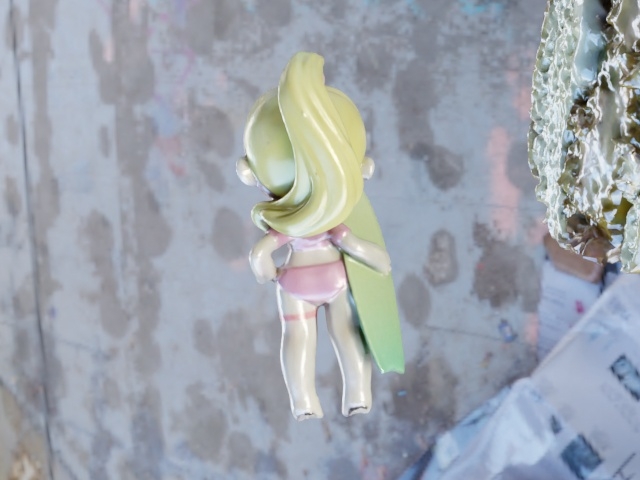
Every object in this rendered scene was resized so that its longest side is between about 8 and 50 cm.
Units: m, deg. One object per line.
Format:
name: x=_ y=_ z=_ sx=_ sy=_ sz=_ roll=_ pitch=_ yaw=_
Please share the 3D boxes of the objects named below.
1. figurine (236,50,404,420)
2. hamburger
figurine: x=0.000 y=0.000 z=0.585 sx=0.083 sy=0.083 sz=0.188 roll=0 pitch=95 yaw=49
hamburger: x=0.221 y=-0.117 z=0.644 sx=0.282 sy=0.245 sz=0.155 roll=-42 pitch=36 yaw=3
